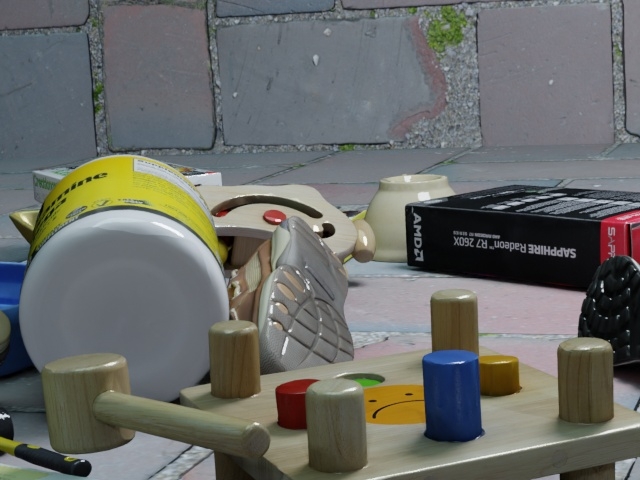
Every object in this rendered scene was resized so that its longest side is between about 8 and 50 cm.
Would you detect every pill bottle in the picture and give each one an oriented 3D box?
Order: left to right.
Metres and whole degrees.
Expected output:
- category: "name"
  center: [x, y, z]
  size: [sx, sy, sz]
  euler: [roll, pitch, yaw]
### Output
- category: "pill bottle"
  center: [-0.192, 0.023, 1.467]
  size: [0.188, 0.188, 0.334]
  euler: [-4, 17, -6]

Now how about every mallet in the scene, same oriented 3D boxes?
- category: "mallet"
  center: [-0.231, 0.163, 1.182]
  size: [0.190, 0.039, 0.062]
  euler: [4, 8, 42]

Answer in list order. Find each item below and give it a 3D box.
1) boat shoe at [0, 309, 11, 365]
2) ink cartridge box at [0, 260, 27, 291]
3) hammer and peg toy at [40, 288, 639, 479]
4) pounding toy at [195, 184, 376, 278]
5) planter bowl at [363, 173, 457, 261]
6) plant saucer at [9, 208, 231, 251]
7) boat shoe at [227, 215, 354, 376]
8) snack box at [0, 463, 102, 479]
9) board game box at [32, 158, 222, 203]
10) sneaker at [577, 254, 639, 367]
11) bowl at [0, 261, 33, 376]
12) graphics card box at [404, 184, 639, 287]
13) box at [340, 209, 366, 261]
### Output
- category: "boat shoe"
  center: [-0.424, 0.119, 1.368]
  size: [0.285, 0.092, 0.103]
  euler: [-9, 33, -11]
- category: "ink cartridge box"
  center: [-0.324, 0.044, 1.805]
  size: [0.122, 0.052, 0.088]
  euler: [-17, -3, 34]
- category: "hammer and peg toy"
  center: [0.012, 0.133, 1.011]
  size: [0.361, 0.127, 0.266]
  euler: [-7, 12, -24]
- category: "pounding toy"
  center: [-0.047, 0.032, 1.827]
  size: [0.270, 0.154, 0.154]
  euler: [-1, 35, -18]
- category: "planter bowl"
  center: [0.134, -0.036, 2.110]
  size: [0.162, 0.109, 0.162]
  euler: [-3, 9, 0]
- category: "plant saucer"
  center: [-0.252, -0.002, 2.134]
  size: [0.333, 0.081, 0.333]
  euler: [-7, 9, -19]
- category: "boat shoe"
  center: [-0.044, 0.085, 1.456]
  size: [0.116, 0.123, 0.324]
  euler: [-36, 11, 14]
- category: "snack box"
  center: [-0.265, 0.192, 0.944]
  size: [0.322, 0.060, 0.187]
  euler: [3, 10, 34]
- category: "board game box"
  center: [-0.288, -0.077, 2.195]
  size: [0.193, 0.053, 0.305]
  euler: [-8, 10, -25]
- category: "sneaker"
  center: [0.339, 0.087, 1.374]
  size: [0.124, 0.107, 0.283]
  euler: [19, -1, -16]
- category: "bowl"
  center: [-0.459, 0.092, 1.611]
  size: [0.391, 0.077, 0.391]
  euler: [-3, 9, 0]
- category: "graphics card box"
  center: [0.315, -0.009, 1.919]
  size: [0.233, 0.094, 0.371]
  euler: [-12, 13, -42]
- category: "box"
  center: [0.000, 0.000, 2.092]
  size: [0.087, 0.058, 0.232]
  euler: [-1, 10, 14]
